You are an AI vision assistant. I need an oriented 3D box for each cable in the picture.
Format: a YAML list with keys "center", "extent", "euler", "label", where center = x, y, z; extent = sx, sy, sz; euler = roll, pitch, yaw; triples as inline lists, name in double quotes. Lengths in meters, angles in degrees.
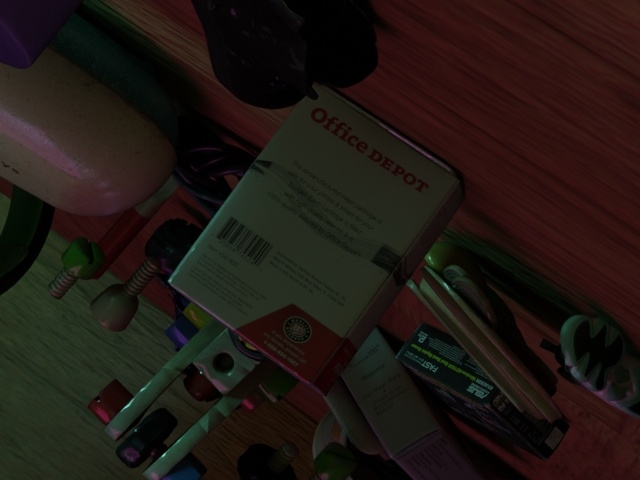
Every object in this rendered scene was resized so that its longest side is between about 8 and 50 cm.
- center: [-0.065, -0.036, 1.258]
  extent: [0.184, 0.047, 0.150]
  euler: [31, 170, 36]
  label: "cable"

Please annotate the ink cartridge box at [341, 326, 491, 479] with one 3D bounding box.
- center: [0.074, 0.151, 1.678]
  extent: [0.239, 0.060, 0.275]
  euler: [59, -176, 30]
  label: "ink cartridge box"

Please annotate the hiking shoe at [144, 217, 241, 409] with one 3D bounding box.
- center: [-0.110, 0.093, 1.790]
  extent: [0.113, 0.132, 0.304]
  euler: [46, 179, 41]
  label: "hiking shoe"

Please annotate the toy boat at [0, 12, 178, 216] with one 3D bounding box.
- center: [-0.227, -0.121, 1.224]
  extent: [0.267, 0.148, 0.318]
  euler: [33, 165, -9]
  label: "toy boat"

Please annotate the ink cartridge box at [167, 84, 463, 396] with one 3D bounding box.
- center: [0.000, 0.000, 0.899]
  extent: [0.099, 0.135, 0.056]
  euler: [35, 174, 15]
  label: "ink cartridge box"

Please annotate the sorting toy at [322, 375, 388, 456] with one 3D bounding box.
- center: [0.007, 0.138, 1.670]
  extent: [0.193, 0.038, 0.208]
  euler: [56, -177, 11]
  label: "sorting toy"

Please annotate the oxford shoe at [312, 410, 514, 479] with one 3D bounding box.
- center: [0.181, 0.322, 1.875]
  extent: [0.449, 0.169, 0.130]
  euler: [36, 152, 13]
  label: "oxford shoe"

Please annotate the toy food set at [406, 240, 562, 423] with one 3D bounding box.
- center: [0.106, 0.053, 1.007]
  extent: [0.132, 0.038, 0.192]
  euler: [48, 178, 2]
  label: "toy food set"

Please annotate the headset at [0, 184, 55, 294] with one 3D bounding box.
- center: [-0.347, -0.121, 1.436]
  extent: [0.185, 0.243, 0.394]
  euler: [-4, 127, 38]
  label: "headset"

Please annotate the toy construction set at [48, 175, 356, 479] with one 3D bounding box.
- center: [-0.081, 0.055, 1.483]
  extent: [0.257, 0.237, 0.309]
  euler: [3, -136, -56]
  label: "toy construction set"

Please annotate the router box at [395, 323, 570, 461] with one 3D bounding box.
- center: [0.131, 0.122, 1.351]
  extent: [0.092, 0.038, 0.122]
  euler: [42, 169, -36]
  label: "router box"

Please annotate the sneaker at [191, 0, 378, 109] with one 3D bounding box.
- center: [-0.012, -0.088, 0.750]
  extent: [0.089, 0.051, 0.170]
  euler: [38, 169, 25]
  label: "sneaker"

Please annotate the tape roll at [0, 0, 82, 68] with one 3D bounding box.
- center: [-0.236, -0.209, 0.877]
  extent: [0.275, 0.090, 0.275]
  euler: [35, 171, 6]
  label: "tape roll"

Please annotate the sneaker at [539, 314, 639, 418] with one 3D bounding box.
- center: [0.151, 0.067, 0.975]
  extent: [0.069, 0.038, 0.098]
  euler: [26, 166, 49]
  label: "sneaker"
